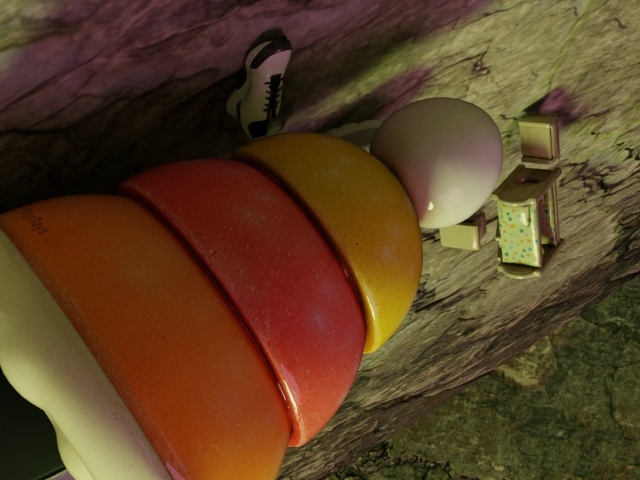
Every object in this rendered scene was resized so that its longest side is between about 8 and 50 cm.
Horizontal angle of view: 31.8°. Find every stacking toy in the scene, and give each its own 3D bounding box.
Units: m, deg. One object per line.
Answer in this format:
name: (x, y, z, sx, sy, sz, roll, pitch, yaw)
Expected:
stacking toy: (-0.028, 0.025, 0.954, 0.480, 0.350, 0.350, -33, 163, -16)

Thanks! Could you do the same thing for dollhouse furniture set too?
dollhouse furniture set: (0.212, -0.061, 1.421, 0.101, 0.161, 0.181, -42, 131, -47)

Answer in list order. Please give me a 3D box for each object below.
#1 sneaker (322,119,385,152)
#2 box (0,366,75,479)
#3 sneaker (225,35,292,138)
sneaker: (-0.013, -0.013, 1.128, 0.281, 0.115, 0.105, -32, 133, 5)
box: (-0.333, 0.352, 1.217, 0.294, 0.212, 0.395, -24, 130, -19)
sneaker: (-0.044, -0.128, 0.946, 0.040, 0.043, 0.109, -18, 156, -30)
